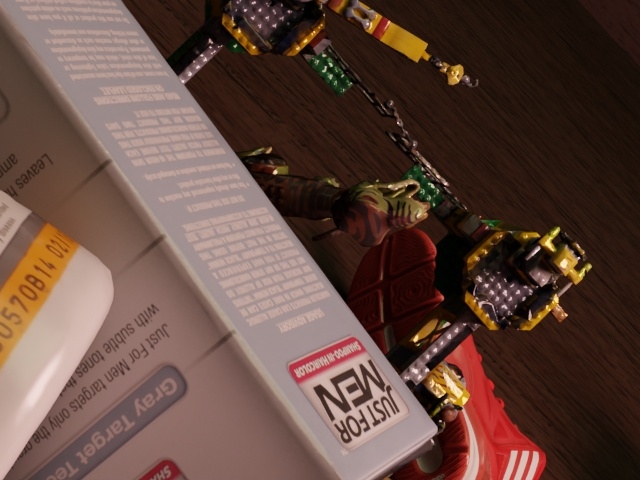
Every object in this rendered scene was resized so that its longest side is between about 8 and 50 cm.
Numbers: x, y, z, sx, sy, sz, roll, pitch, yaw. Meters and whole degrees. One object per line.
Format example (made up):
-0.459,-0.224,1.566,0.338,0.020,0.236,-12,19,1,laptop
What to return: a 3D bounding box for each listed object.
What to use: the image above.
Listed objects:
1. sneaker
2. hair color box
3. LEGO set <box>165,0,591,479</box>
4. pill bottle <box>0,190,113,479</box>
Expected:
0.089,0.105,1.151,0.128,0.087,0.221,40,35,-44,sneaker
-0.141,-0.003,0.728,0.374,0.185,0.114,54,22,9,hair color box
0.000,0.000,0.891,0.331,0.255,0.192,56,-7,-14,LEGO set
-0.226,0.001,0.570,0.278,0.162,0.162,35,24,-8,pill bottle
